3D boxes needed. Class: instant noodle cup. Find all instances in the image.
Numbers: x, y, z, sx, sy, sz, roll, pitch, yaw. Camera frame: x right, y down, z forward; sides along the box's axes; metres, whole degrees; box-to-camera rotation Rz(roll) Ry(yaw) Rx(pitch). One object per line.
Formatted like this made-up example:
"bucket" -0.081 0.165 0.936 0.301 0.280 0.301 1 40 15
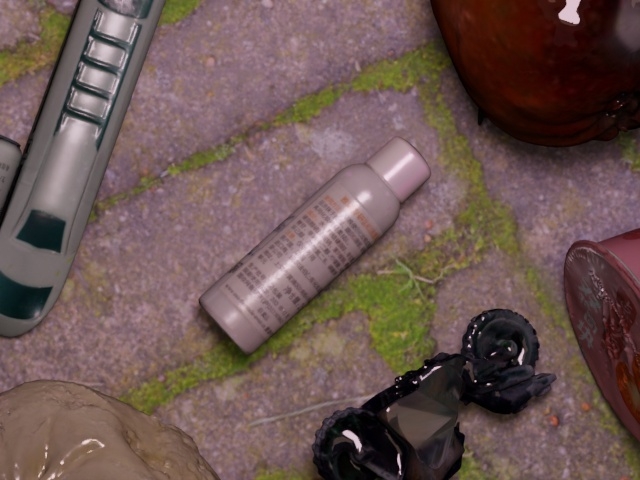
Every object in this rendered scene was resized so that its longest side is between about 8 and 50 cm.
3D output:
"instant noodle cup" 0.399 0.069 1.868 0.231 0.243 0.243 -23 93 -13

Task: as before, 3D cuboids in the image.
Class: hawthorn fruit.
"hawthorn fruit" 0.249 -0.257 1.817 0.308 0.308 0.324 -5 83 -6

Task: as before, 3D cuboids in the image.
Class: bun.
"bun" -0.237 0.319 1.799 0.360 0.211 0.359 0 89 -5

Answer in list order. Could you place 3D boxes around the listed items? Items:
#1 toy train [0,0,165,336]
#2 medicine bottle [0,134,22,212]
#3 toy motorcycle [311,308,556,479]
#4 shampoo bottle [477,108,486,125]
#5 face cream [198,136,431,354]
"toy train" -0.246 -0.094 1.858 0.086 0.088 0.407 20 89 -14
"medicine bottle" -0.378 -0.038 1.822 0.135 0.135 0.168 22 87 -6
"toy motorcycle" 0.126 0.190 1.895 0.270 0.106 0.159 -31 97 -16
"shampoo bottle" 0.232 -0.129 1.942 0.137 0.027 0.048 7 87 -6
"face cream" 0.000 0.000 1.890 0.269 0.082 0.082 -41 94 -5
